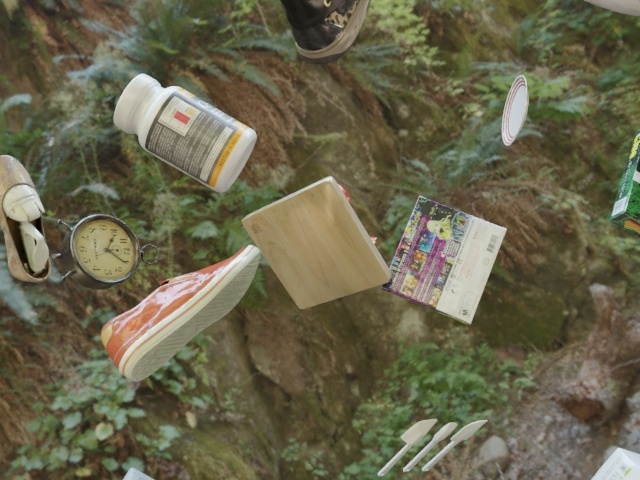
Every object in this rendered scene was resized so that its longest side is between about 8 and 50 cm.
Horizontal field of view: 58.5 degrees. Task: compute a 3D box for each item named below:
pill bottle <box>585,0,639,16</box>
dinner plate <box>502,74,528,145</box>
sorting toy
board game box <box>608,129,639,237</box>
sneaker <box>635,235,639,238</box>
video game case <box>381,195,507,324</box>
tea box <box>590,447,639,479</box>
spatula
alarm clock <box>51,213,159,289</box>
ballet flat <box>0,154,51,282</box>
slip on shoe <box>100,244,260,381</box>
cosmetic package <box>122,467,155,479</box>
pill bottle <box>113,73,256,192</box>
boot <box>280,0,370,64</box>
[{"bbox_3d":[0.267,-0.295,0.432,0.117,0.117,0.215,-36,-26,-44],"label":"pill bottle"},{"bbox_3d":[0.400,-0.263,1.164,0.017,0.141,0.141,7,2,2],"label":"dinner plate"},{"bbox_3d":[0.000,0.000,1.273,0.255,0.257,0.089,-22,19,34],"label":"sorting toy"},{"bbox_3d":[0.471,-0.018,0.672,0.136,0.259,0.030,-63,4,-20],"label":"board game box"},{"bbox_3d":[0.715,-0.087,1.123,0.225,0.088,0.092,-48,8,-13],"label":"sneaker"},{"bbox_3d":[0.275,0.043,1.279,0.042,0.210,0.232,65,-133,-76],"label":"video game case"},{"bbox_3d":[0.692,0.599,1.052,0.220,0.328,0.323,-59,32,10],"label":"tea box"},{"bbox_3d":[0.222,0.437,1.205,0.168,0.019,0.242,4,-44,-26],"label":"spatula"},{"bbox_3d":[-0.380,0.024,1.036,0.192,0.130,0.064,5,-22,-44],"label":"alarm clock"},{"bbox_3d":[-0.685,-0.041,1.331,0.106,0.316,0.107,19,34,32],"label":"ballet flat"},{"bbox_3d":[-0.219,0.095,0.957,0.331,0.101,0.123,-39,-22,-40],"label":"slip on shoe"},{"bbox_3d":[-0.154,0.562,0.907,0.162,0.453,0.230,-59,9,-18],"label":"cosmetic package"},{"bbox_3d":[-0.294,-0.237,1.253,0.162,0.278,0.162,-59,4,7],"label":"pill bottle"},{"bbox_3d":[0.001,-0.515,0.906,0.284,0.138,0.378,39,-111,-57],"label":"boot"}]
